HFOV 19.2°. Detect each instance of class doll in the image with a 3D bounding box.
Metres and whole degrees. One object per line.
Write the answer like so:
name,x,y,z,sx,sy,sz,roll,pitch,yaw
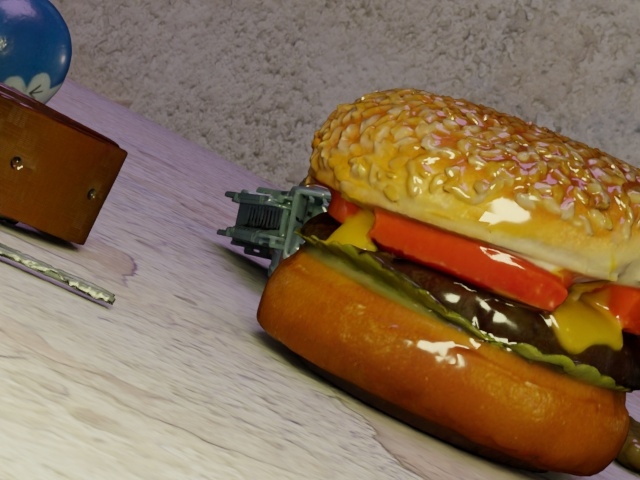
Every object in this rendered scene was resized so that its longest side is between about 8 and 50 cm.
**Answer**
doll,-0.399,-0.210,2.172,0.215,0.161,0.257,7,-3,-33

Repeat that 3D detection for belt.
belt,-0.284,-0.091,1.476,0.261,0.105,0.184,24,2,-11

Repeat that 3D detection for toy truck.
toy truck,0.000,0.000,1.920,0.184,0.133,0.338,15,3,-9

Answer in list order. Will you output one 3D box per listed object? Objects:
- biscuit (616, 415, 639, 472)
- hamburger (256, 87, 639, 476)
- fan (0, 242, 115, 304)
biscuit,0.336,0.211,1.867,0.174,0.039,0.183,23,6,-22
hamburger,0.127,0.023,1.494,0.330,0.250,0.330,25,3,-1
fan,-0.291,-0.027,1.262,0.335,0.011,0.229,25,4,-12
